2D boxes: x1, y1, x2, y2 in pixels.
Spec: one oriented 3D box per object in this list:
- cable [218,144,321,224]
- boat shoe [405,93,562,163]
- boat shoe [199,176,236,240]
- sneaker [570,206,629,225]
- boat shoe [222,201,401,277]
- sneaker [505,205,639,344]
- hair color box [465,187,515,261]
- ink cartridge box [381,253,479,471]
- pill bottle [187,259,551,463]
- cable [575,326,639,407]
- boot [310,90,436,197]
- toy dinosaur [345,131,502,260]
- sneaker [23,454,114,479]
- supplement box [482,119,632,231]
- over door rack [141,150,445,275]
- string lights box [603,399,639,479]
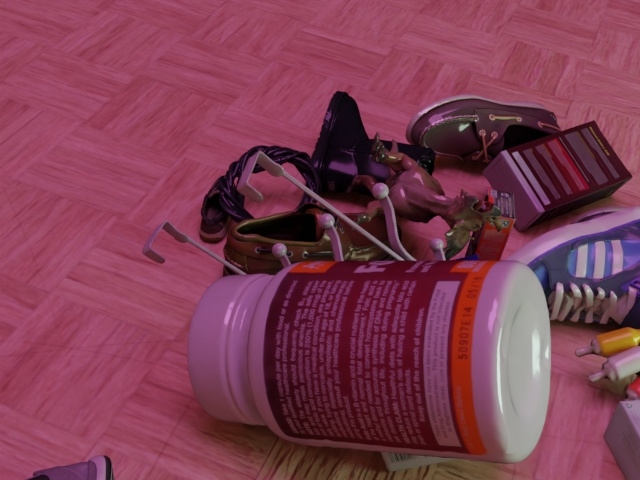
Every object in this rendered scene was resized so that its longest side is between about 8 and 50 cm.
[{"bbox_3d":[-0.080,-0.083,1.542,0.150,0.047,0.184,41,62,1],"label":"cable"},{"bbox_3d":[0.310,-0.192,1.732,0.324,0.117,0.097,-3,40,-29],"label":"boat shoe"},{"bbox_3d":[-0.162,-0.061,1.541,0.056,0.049,0.152,8,40,-2],"label":"boat shoe"},{"bbox_3d":[0.522,0.016,1.549,0.222,0.083,0.118,8,40,-3],"label":"sneaker"},{"bbox_3d":[0.000,0.000,1.454,0.307,0.104,0.111,-15,42,-28],"label":"boat shoe"},{"bbox_3d":[0.430,0.093,1.407,0.322,0.130,0.236,-20,57,-17],"label":"sneaker"},{"bbox_3d":[0.262,-0.003,1.477,0.043,0.141,0.072,12,39,-1],"label":"hair color box"},{"bbox_3d":[0.157,0.140,1.309,0.175,0.069,0.371,-13,37,9],"label":"ink cartridge box"},{"bbox_3d":[0.055,0.134,1.126,0.392,0.224,0.224,-1,33,28],"label":"pill bottle"},{"bbox_3d":[0.505,0.137,1.311,0.287,0.072,0.139,-34,72,5],"label":"cable"},{"bbox_3d":[0.100,-0.157,1.668,0.207,0.094,0.246,10,46,7],"label":"boot"},{"bbox_3d":[0.155,-0.063,1.465,0.200,0.127,0.296,22,16,-11],"label":"toy dinosaur"},{"bbox_3d":[-0.294,0.333,1.027,0.132,0.086,0.229,-3,30,-7],"label":"sneaker"},{"bbox_3d":[0.417,-0.116,1.666,0.239,0.073,0.130,-19,71,-29],"label":"supplement box"},{"bbox_3d":[-0.029,-0.005,1.250,0.324,0.239,0.108,25,53,-31],"label":"over door rack"},{"bbox_3d":[0.525,0.273,1.244,0.259,0.077,0.133,-2,41,-12],"label":"string lights box"}]
